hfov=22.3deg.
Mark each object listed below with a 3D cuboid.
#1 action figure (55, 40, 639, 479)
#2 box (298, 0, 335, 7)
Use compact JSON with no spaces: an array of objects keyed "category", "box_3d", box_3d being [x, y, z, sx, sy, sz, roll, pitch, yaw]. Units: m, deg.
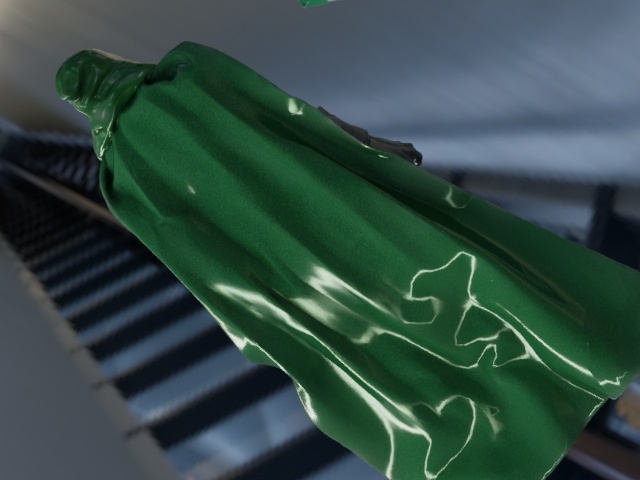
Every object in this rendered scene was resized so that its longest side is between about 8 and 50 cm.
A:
[{"category":"action figure","box_3d":[0.000,0.000,0.595,0.232,0.137,0.063,36,-159,1]},{"category":"box","box_3d":[0.026,-0.250,1.091,0.105,0.179,0.043,-9,156,17]}]
